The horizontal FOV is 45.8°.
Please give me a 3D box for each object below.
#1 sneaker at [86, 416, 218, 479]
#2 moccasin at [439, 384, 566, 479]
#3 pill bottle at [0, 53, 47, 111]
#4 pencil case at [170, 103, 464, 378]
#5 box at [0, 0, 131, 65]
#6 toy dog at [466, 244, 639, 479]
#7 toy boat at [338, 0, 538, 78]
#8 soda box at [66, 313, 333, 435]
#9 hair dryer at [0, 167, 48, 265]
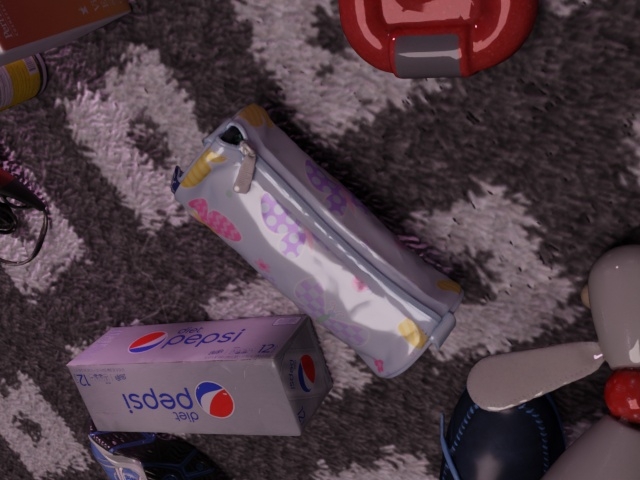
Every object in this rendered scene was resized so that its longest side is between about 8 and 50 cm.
[{"bbox_3d":[-0.213,0.300,0.984,0.211,0.080,0.081,34,133,17],"label":"sneaker"},{"bbox_3d":[0.177,0.291,0.757,0.138,0.117,0.341,8,119,22],"label":"moccasin"},{"bbox_3d":[-0.338,-0.159,0.760,0.065,0.116,0.065,12,120,21],"label":"pill bottle"},{"bbox_3d":[0.000,0.000,0.685,0.273,0.113,0.124,42,148,-2],"label":"pencil case"},{"bbox_3d":[-0.272,-0.227,0.658,0.091,0.170,0.130,-13,111,31],"label":"box"},{"bbox_3d":[0.215,0.183,0.626,0.220,0.333,0.161,37,164,-13],"label":"toy dog"},{"bbox_3d":[0.064,-0.215,0.513,0.151,0.151,0.230,3,118,24],"label":"toy boat"},{"bbox_3d":[-0.138,0.152,0.849,0.287,0.091,0.098,-7,112,29],"label":"soda box"},{"bbox_3d":[-0.427,-0.107,0.826,0.080,0.224,0.293,20,114,49],"label":"hair dryer"}]
